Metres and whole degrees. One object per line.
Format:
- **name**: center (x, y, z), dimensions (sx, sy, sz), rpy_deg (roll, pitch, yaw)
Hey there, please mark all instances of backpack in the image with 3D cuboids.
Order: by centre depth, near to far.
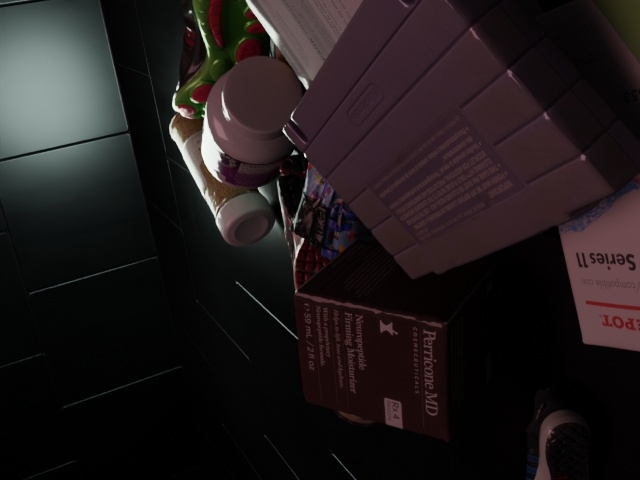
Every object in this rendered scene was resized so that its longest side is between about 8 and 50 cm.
- **backpack**: center (0.053, -0.071, 1.089), dimensions (0.117, 0.158, 0.173), rpy_deg (41, 131, 40)

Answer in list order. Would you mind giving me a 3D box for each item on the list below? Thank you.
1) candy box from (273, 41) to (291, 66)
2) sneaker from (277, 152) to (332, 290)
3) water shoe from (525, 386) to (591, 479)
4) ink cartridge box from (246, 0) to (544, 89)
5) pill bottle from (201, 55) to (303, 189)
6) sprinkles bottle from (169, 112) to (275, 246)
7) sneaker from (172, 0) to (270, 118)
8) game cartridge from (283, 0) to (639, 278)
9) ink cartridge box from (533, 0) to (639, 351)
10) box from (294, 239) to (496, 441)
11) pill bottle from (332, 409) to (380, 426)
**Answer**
- **candy box**: center (-0.020, -0.374, 1.136), dimensions (0.159, 0.071, 0.234), rpy_deg (35, 137, 56)
- **sneaker**: center (0.000, 0.000, 1.325), dimensions (0.112, 0.120, 0.300), rpy_deg (160, 100, -84)
- **water shoe**: center (0.280, 0.261, 0.914), dimensions (0.080, 0.072, 0.203), rpy_deg (-92, 0, -55)
- **ink cartridge box**: center (0.092, -0.186, 0.783), dimensions (0.309, 0.130, 0.271), rpy_deg (54, 162, -17)
- **pill bottle**: center (-0.116, -0.199, 1.313), dimensions (0.301, 0.169, 0.169), rpy_deg (138, 113, -75)
- **sprinkles bottle**: center (-0.224, -0.151, 1.718), dimensions (0.355, 0.121, 0.121), rpy_deg (58, 154, 33)
- **sneaker**: center (-0.174, -0.385, 1.418), dimensions (0.483, 0.185, 0.202), rpy_deg (123, 144, -59)
- **game cartridge**: center (0.095, -0.087, 0.671), dimensions (0.230, 0.068, 0.355), rpy_deg (45, 160, -3)
- **ink cartridge box**: center (0.289, -0.024, 0.586), dimensions (0.207, 0.119, 0.354), rpy_deg (-2, 103, 67)
- **box**: center (0.098, 0.117, 0.974), dimensions (0.203, 0.167, 0.169), rpy_deg (9, 117, 30)
- **pill bottle**: center (0.087, 0.188, 1.211), dimensions (0.123, 0.122, 0.219), rpy_deg (58, 149, 33)
